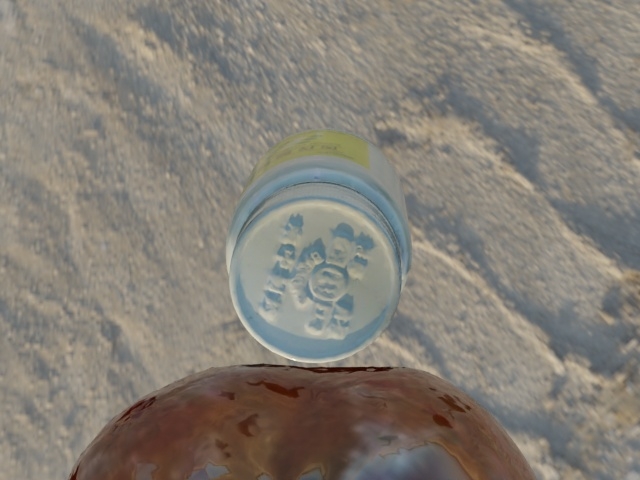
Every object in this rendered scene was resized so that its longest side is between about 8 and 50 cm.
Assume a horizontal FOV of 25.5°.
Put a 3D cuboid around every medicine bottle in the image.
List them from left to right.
[{"bbox_3d":[0.000,0.000,1.095,0.143,0.258,0.143,0,104,1],"label":"medicine bottle"}]

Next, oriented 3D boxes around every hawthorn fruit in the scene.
[{"bbox_3d":[-0.011,0.190,0.677,0.284,0.284,0.284,-3,108,-8],"label":"hawthorn fruit"}]
